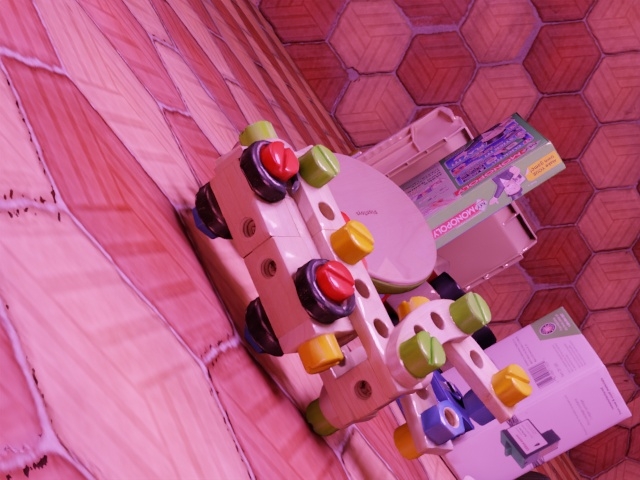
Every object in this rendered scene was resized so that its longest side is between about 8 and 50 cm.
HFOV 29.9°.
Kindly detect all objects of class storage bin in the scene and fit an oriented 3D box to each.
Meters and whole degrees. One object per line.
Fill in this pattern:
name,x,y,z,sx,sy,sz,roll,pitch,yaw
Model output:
storage bin,0.178,-0.043,1.970,0.262,0.260,0.123,54,11,-23

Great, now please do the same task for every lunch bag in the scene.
lunch bag,0.132,0.189,1.368,0.098,0.065,0.067,49,10,-51

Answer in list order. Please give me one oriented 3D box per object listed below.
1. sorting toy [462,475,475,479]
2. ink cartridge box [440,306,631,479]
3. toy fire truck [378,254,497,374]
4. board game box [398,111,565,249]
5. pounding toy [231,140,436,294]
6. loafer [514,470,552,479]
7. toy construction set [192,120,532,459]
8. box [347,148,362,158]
sorting toy,0.190,0.303,1.371,0.075,0.045,0.083,50,7,2
ink cartridge box,0.243,0.198,1.472,0.092,0.219,0.160,57,7,-23
toy fire truck,0.153,0.094,1.697,0.217,0.158,0.246,52,-3,-33
board game box,0.159,-0.052,1.610,0.046,0.317,0.213,56,7,-16
pounding toy,0.000,0.000,1.286,0.237,0.110,0.183,18,40,-29
loafer,0.252,0.350,1.469,0.251,0.094,0.087,-120,-142,-76
toy construction set,0.012,0.021,0.946,0.215,0.151,0.327,1,44,-52
box,0.099,-0.046,2.155,0.232,0.087,0.058,54,5,-9
